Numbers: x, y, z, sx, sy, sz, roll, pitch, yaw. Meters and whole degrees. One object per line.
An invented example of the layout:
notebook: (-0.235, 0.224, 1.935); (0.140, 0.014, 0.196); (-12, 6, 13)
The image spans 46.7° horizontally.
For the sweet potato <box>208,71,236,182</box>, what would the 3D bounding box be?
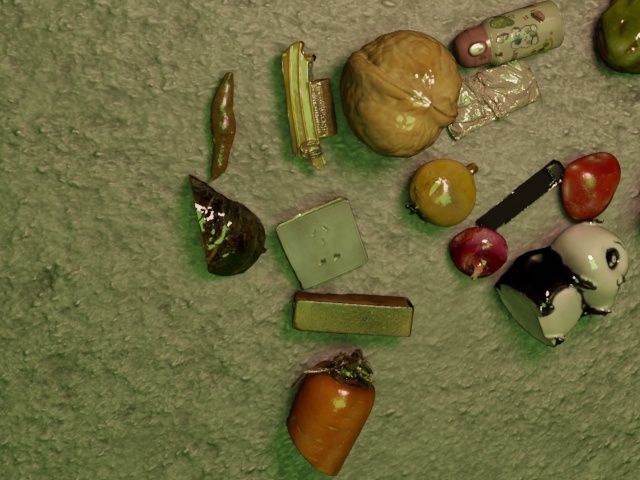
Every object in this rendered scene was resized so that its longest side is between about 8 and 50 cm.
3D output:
sweet potato: (-0.238, -0.270, 1.795); (0.067, 0.067, 0.273); (7, 103, -7)

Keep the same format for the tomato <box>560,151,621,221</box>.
tomato: (0.703, -0.129, 1.886); (0.166, 0.082, 0.174); (-14, 113, -19)

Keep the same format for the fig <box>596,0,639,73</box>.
fig: (0.767, -0.546, 1.780); (0.206, 0.206, 0.275); (1, 80, -5)

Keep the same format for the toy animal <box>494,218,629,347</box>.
toy animal: (0.628, 0.091, 1.879); (0.310, 0.251, 0.251); (-34, 104, -10)

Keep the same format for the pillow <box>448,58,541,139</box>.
pillow: (0.420, -0.359, 1.842); (0.248, 0.049, 0.135); (-26, 100, -2)

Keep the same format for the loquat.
loquat: (0.309, -0.125, 1.835); (0.204, 0.149, 0.172); (-42, 99, -6)

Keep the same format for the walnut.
walnut: (0.184, -0.334, 1.692); (0.277, 0.313, 0.252); (-35, 120, -4)

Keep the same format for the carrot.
carrot: (0.030, 0.413, 1.910); (0.214, 0.193, 0.331); (31, 105, 12)

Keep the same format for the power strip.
power strip: (0.000, 0.000, 1.877); (0.198, 0.064, 0.213); (-21, 117, -2)

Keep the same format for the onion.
onion: (0.397, 0.048, 1.877); (0.150, 0.140, 0.150); (11, 127, 15)

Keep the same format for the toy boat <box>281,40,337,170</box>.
toy boat: (-0.022, -0.323, 1.786); (0.115, 0.089, 0.310); (-5, 104, 5)

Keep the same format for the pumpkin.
pumpkin: (-0.221, -0.038, 1.828); (0.163, 0.111, 0.278); (-12, 103, -7)

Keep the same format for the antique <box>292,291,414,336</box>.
antique: (0.079, 0.187, 1.912); (0.310, 0.093, 0.087); (4, 103, -6)

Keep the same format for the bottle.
bottle: (0.444, -0.485, 1.777); (0.253, 0.120, 0.120); (-18, 104, -1)

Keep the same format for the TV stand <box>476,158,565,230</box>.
TV stand: (0.519, -0.110, 1.911); (0.256, 0.040, 0.049); (-38, 103, 4)
